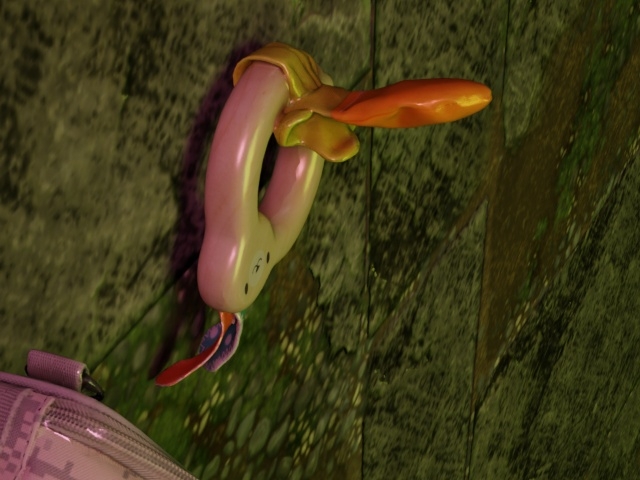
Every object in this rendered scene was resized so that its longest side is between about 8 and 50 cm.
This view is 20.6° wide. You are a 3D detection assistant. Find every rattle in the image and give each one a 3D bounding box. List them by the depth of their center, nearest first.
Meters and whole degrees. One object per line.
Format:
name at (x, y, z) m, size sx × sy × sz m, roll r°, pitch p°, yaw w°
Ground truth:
rattle at (0.000, 0.000, 0.975) m, size 0.130 × 0.143 × 0.199 m, roll 88°, pitch 16°, yaw -83°

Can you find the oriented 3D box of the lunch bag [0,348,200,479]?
lunch bag at (-0.131, 0.232, 0.758) m, size 0.256 × 0.213 × 0.305 m, roll 53°, pitch 56°, yaw -46°
